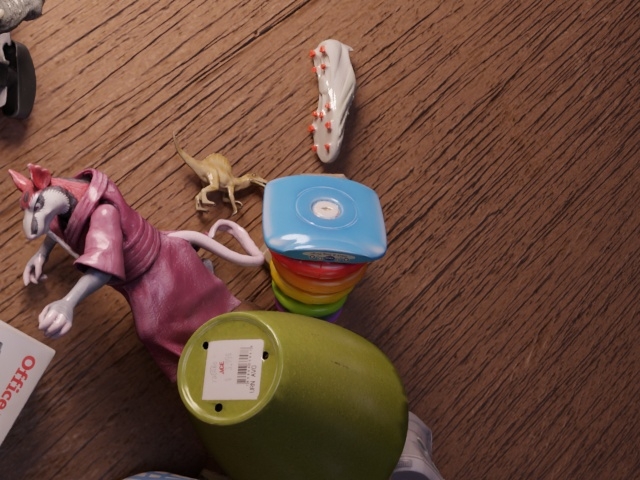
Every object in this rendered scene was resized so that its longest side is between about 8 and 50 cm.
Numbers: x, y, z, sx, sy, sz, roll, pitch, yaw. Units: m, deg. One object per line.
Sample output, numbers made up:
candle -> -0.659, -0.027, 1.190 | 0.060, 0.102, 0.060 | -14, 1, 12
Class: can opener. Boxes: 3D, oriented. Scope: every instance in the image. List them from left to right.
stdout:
can opener -> -0.415, -0.299, 1.199 | 0.093, 0.074, 0.280 | -6, 100, -67

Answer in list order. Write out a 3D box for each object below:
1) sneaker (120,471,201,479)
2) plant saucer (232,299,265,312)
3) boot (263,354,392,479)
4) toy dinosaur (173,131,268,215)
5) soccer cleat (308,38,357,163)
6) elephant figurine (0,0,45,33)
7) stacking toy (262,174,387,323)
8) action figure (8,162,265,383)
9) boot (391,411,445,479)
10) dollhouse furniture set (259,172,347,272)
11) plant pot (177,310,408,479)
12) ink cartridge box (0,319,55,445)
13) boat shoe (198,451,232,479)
sneaker -> -0.195, 0.378, 1.315 | 0.237, 0.086, 0.085 | 5, 84, 7
plant saucer -> -0.128, 0.176, 1.434 | 0.168, 0.029, 0.169 | -2, 94, -33
boot -> -0.001, 0.283, 1.420 | 0.206, 0.090, 0.248 | 10, 57, -28
toy dinosaur -> -0.164, -0.090, 1.388 | 0.183, 0.053, 0.093 | 22, 66, -39
soccer cleat -> 0.026, -0.221, 1.483 | 0.076, 0.068, 0.196 | -1, 91, -36
elephant figurine -> -0.450, -0.261, 1.057 | 0.169, 0.186, 0.239 | 14, 64, 7
stacking toy -> -0.015, 0.065, 1.396 | 0.175, 0.166, 0.302 | 5, 132, -8
action figure -> -0.240, 0.014, 1.194 | 0.275, 0.248, 0.370 | -42, 131, -7
boot -> 0.182, 0.393, 1.612 | 0.258, 0.095, 0.123 | 61, 25, -46
dollhouse furniture set -> 0.000, 0.000, 1.445 | 0.144, 0.123, 0.151 | 48, 69, -26
plant pot -> -0.055, 0.200, 1.200 | 0.275, 0.274, 0.293 | -63, 152, -13
ink cartridge box -> -0.498, 0.153, 1.141 | 0.273, 0.114, 0.197 | 36, 73, -30
boat shoe -> -0.030, 0.349, 1.457 | 0.324, 0.122, 0.120 | 14, 82, -33
